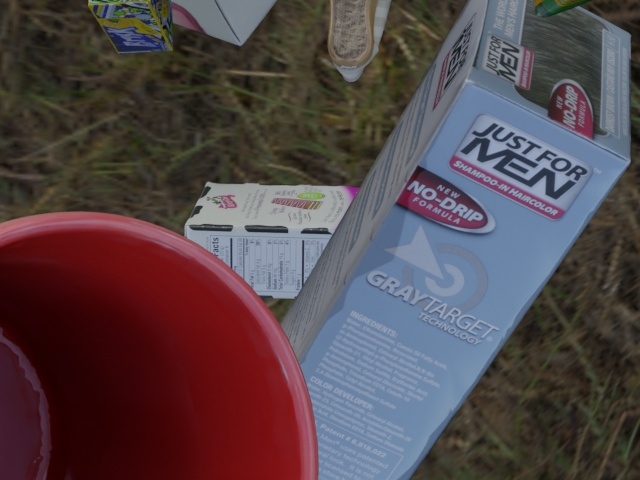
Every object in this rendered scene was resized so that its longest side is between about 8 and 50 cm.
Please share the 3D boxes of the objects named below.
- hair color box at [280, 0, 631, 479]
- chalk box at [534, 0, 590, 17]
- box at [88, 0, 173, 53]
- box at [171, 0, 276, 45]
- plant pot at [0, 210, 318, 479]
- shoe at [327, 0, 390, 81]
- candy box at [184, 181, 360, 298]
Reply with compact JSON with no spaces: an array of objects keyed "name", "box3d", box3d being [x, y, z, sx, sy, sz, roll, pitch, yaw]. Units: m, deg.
[{"name":"hair color box","box3d":[0.067,0.021,1.067,0.113,0.185,0.374,26,123,-5]},{"name":"chalk box","box3d":[0.214,-0.246,0.717,0.289,0.179,0.180,-23,90,-4]},{"name":"box","box3d":[-0.179,-0.225,1.495,0.059,0.169,0.054,-2,81,2]},{"name":"box","box3d":[-0.157,-0.337,1.774,0.232,0.127,0.149,23,68,31]},{"name":"plant pot","box3d":[-0.180,0.119,0.855,0.243,0.275,0.275,-1,93,54]},{"name":"shoe","box3d":[0.047,-0.294,1.907,0.076,0.058,0.219,4,67,15]},{"name":"candy box","box3d":[0.000,0.000,1.445,0.233,0.159,0.071,2,106,3]}]
